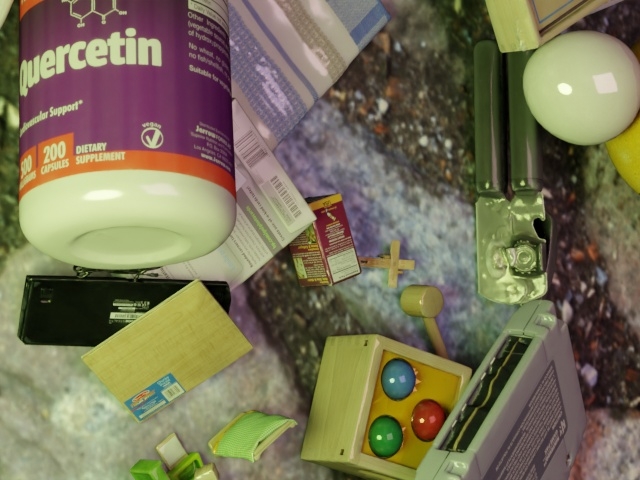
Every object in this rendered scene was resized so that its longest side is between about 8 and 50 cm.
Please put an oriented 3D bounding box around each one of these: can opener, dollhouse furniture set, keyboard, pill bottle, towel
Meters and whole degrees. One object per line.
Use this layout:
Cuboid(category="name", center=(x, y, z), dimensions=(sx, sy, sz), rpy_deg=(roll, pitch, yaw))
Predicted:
Cuboid(category="can opener", center=(0.206, -0.070, 2.008), dimensions=(0.095, 0.076, 0.283), rpy_deg=(10, 79, -68))
Cuboid(category="dollhouse furniture set", center=(-0.102, 0.188, 1.747), dimensions=(0.152, 0.076, 0.058), rpy_deg=(-40, 110, -30))
Cuboid(category="keyboard", center=(-0.173, 0.048, 1.702), dimensions=(0.192, 0.038, 0.100), rpy_deg=(2, 121, -22))
Cuboid(category="pill bottle", center=(-0.166, -0.148, 1.616), dimensions=(0.181, 0.181, 0.323), rpy_deg=(10, 68, -35))
Cuboid(category="towel", center=(-0.064, -0.207, 1.831), dimensions=(0.285, 0.034, 0.209), rpy_deg=(-49, 114, -28))

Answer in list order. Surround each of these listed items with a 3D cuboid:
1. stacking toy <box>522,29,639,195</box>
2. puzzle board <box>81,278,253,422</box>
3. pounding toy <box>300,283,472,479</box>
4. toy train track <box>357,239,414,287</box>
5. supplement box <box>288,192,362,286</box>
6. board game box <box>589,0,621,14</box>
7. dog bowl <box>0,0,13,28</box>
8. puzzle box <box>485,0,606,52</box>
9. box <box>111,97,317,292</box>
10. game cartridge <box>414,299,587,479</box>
Cuboid(category="stacking toy", center=(0.417, -0.131, 2.017), dimensions=(0.480, 0.350, 0.350), rpy_deg=(13, 79, -25))
Cuboid(category="puzzle board", center=(-0.138, 0.100, 1.717), dimensions=(0.128, 0.011, 0.096), rpy_deg=(-33, 126, 4))
Cuboid(category="pounding toy", center=(0.098, 0.140, 1.884), dimensions=(0.181, 0.094, 0.206), rpy_deg=(21, 75, -33))
Cuboid(category="toy train track", center=(0.056, 0.022, 1.914), dimensions=(0.083, 0.014, 0.048), rpy_deg=(4, 91, -30))
Cuboid(category="supplement box", center=(0.000, 0.000, 1.848), dimensions=(0.043, 0.055, 0.083), rpy_deg=(-20, 99, -35))
Cuboid(category="board game box", center=(0.265, -0.406, 2.077), dimensions=(0.213, 0.046, 0.317), rpy_deg=(-25, 101, -35))
Cuboid(category="dog bowl", center=(-0.400, -0.254, 1.549), dimensions=(0.349, 0.102, 0.349), rpy_deg=(4, 84, -35))
Cuboid(category="puzzle box", center=(0.282, -0.395, 1.985), dimensions=(0.409, 0.052, 0.272), rpy_deg=(-37, 116, -40))
Cuboid(category="box", center=(-0.114, -0.020, 1.753), dimensions=(0.186, 0.038, 0.145), rpy_deg=(-41, 110, -18))
Cuboid(category="game cartridge", center=(0.186, 0.222, 1.902), dimensions=(0.294, 0.060, 0.196), rpy_deg=(-52, 133, -43))
